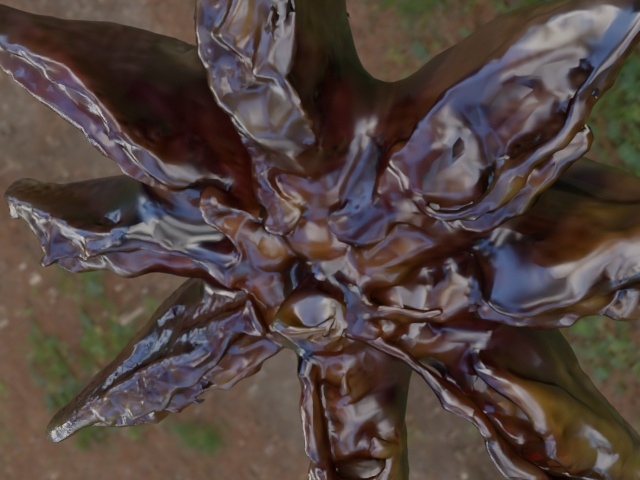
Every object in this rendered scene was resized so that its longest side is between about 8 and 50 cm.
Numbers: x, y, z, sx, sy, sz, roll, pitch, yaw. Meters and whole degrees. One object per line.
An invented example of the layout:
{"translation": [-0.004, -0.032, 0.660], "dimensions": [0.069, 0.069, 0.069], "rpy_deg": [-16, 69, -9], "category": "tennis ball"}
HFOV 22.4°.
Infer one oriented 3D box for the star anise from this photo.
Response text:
{"translation": [-0.001, 0.000, 0.515], "dimensions": [0.288, 0.088, 0.288], "rpy_deg": [13, 131, 15], "category": "star anise"}
